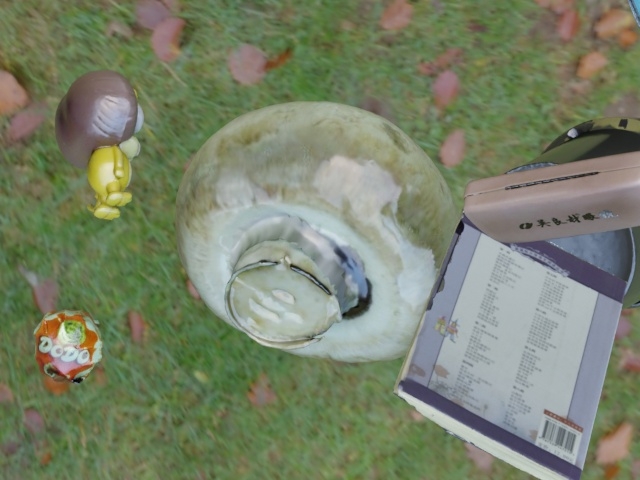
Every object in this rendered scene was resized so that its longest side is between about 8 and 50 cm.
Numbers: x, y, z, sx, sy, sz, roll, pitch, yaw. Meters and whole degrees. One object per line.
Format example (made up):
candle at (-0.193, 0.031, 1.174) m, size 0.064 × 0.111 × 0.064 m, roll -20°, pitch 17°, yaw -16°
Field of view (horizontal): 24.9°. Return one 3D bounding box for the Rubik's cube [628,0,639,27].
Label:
Rubik's cube at (0.520, -0.368, 1.942) m, size 0.228 × 0.228 × 0.233 m, roll -25°, pitch 80°, yaw 10°

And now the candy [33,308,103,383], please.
candy at (-0.299, 0.115, 1.770) m, size 0.078 × 0.287 × 0.084 m, roll 1°, pitch 93°, yaw -6°

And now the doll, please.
doll at (-0.263, -0.116, 1.743) m, size 0.096 × 0.145 × 0.188 m, roll 0°, pitch 85°, yaw -30°

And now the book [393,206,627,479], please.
book at (0.157, 0.080, 1.174) m, size 0.157 × 0.231 × 0.026 m, roll 28°, pitch 136°, yaw -3°

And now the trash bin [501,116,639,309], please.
trash bin at (0.302, -0.022, 1.553) m, size 0.214 × 0.334 × 0.214 m, roll 5°, pitch 101°, yaw 26°

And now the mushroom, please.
mushroom at (0.000, 0.000, 1.687) m, size 0.352 × 0.260 × 0.352 m, roll 10°, pitch 129°, yaw 13°

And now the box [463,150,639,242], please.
box at (0.136, -0.021, 0.786) m, size 0.048 × 0.115 × 0.025 m, roll 42°, pitch 52°, yaw -42°
